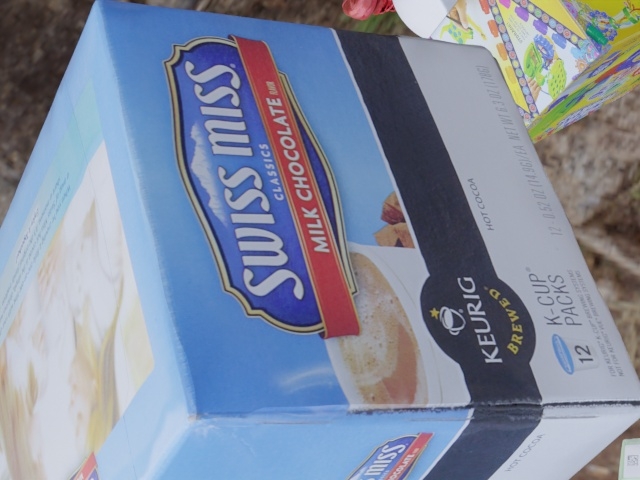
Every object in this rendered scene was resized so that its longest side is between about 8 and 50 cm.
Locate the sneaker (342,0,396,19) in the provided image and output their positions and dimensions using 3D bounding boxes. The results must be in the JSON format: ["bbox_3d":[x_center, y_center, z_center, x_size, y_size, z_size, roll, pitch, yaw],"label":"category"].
[{"bbox_3d":[0.114,-0.370,2.072,0.128,0.221,0.087,32,127,-10],"label":"sneaker"}]

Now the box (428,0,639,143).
[{"bbox_3d":[0.314,-0.271,1.709,0.177,0.290,0.279,56,148,10],"label":"box"}]

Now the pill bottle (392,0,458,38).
[{"bbox_3d":[0.233,-0.416,2.048,0.152,0.272,0.152,38,154,22],"label":"pill bottle"}]

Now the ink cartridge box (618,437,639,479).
[{"bbox_3d":[0.439,0.245,1.383,0.235,0.056,0.171,-7,147,33],"label":"ink cartridge box"}]

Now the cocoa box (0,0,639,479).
[{"bbox_3d":[-0.048,0.081,0.732,0.228,0.231,0.347,3,142,-28],"label":"cocoa box"}]
